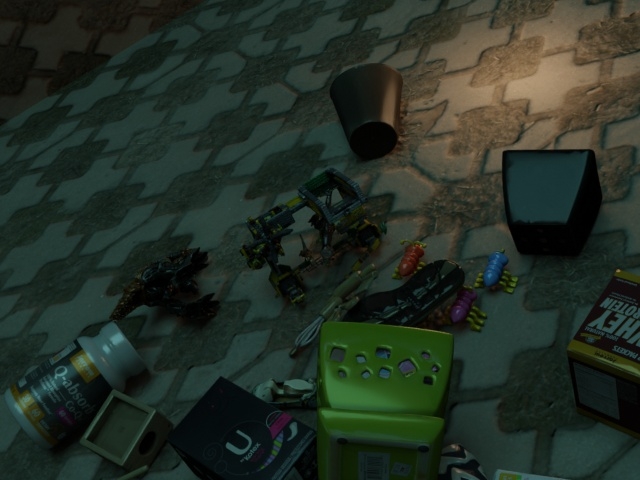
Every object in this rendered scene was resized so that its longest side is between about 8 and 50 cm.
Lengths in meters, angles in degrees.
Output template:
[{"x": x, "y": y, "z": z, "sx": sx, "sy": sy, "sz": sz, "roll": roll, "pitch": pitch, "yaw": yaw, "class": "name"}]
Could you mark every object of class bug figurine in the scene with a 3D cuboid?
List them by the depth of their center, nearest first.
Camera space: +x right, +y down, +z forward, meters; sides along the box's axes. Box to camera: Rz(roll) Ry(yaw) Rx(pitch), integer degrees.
[{"x": 0.262, "y": 0.088, "z": 1.725, "sx": 0.279, "sy": 0.072, "sz": 0.216, "roll": 5, "pitch": 49, "yaw": 28, "class": "bug figurine"}]

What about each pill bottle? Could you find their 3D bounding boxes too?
[{"x": -0.532, "y": 0.311, "z": 1.794, "sx": 0.278, "sy": 0.162, "sz": 0.162, "roll": -38, "pitch": 43, "yaw": -14, "class": "pill bottle"}]

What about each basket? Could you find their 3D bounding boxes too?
[{"x": 0.132, "y": -0.339, "z": 2.170, "sx": 0.204, "sy": 0.154, "sz": 0.227, "roll": -13, "pitch": 47, "yaw": 9, "class": "basket"}]

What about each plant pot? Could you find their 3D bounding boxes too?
[{"x": 0.098, "y": 0.289, "z": 1.342, "sx": 0.227, "sy": 0.228, "sz": 0.207, "roll": 4, "pitch": 41, "yaw": 5, "class": "plant pot"}, {"x": 0.481, "y": -0.070, "z": 1.719, "sx": 0.188, "sy": 0.187, "sz": 0.167, "roll": 1, "pitch": 61, "yaw": 26, "class": "plant pot"}]

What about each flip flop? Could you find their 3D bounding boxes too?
[{"x": 0.170, "y": 0.137, "z": 1.647, "sx": 0.277, "sy": 0.080, "sz": 0.112, "roll": -33, "pitch": 51, "yaw": -4, "class": "flip flop"}]

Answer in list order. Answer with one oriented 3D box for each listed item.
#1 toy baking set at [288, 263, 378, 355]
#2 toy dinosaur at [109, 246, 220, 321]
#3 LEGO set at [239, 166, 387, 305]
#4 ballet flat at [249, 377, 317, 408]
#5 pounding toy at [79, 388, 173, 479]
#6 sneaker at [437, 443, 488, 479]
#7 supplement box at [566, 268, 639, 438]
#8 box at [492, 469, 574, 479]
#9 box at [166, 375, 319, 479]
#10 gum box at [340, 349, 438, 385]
[{"x": 0.022, "y": 0.144, "z": 1.726, "sx": 0.256, "sy": 0.030, "sz": 0.197, "roll": -41, "pitch": 5, "yaw": 39, "class": "toy baking set"}, {"x": -0.364, "y": 0.112, "z": 1.928, "sx": 0.218, "sy": 0.164, "sz": 0.322, "roll": 4, "pitch": 46, "yaw": 33, "class": "toy dinosaur"}, {"x": 0.000, "y": 0.000, "z": 1.802, "sx": 0.331, "sy": 0.255, "sz": 0.192, "roll": -25, "pitch": 25, "yaw": -11, "class": "LEGO set"}, {"x": -0.076, "y": 0.305, "z": 1.664, "sx": 0.188, "sy": 0.070, "sz": 0.070, "roll": -8, "pitch": 44, "yaw": 18, "class": "ballet flat"}, {"x": -0.392, "y": 0.438, "z": 1.659, "sx": 0.181, "sy": 0.094, "sz": 0.206, "roll": 17, "pitch": 65, "yaw": 30, "class": "pounding toy"}, {"x": 0.194, "y": 0.457, "z": 1.362, "sx": 0.235, "sy": 0.094, "sz": 0.153, "roll": -26, "pitch": 32, "yaw": -17, "class": "sneaker"}, {"x": 0.533, "y": 0.195, "z": 1.400, "sx": 0.129, "sy": 0.194, "sz": 0.191, "roll": 21, "pitch": 58, "yaw": 38, "class": "supplement box"}, {"x": 0.372, "y": 0.443, "z": 1.279, "sx": 0.203, "sy": 0.114, "sz": 0.103, "roll": 2, "pitch": 49, "yaw": 24, "class": "box"}, {"x": -0.127, "y": 0.400, "z": 1.531, "sx": 0.270, "sy": 0.143, "sz": 0.165, "roll": 19, "pitch": 57, "yaw": 38, "class": "box"}, {"x": 0.133, "y": 0.261, "z": 1.613, "sx": 0.188, "sy": 0.062, "sz": 0.107, "roll": -19, "pitch": 42, "yaw": 5, "class": "gum box"}]
